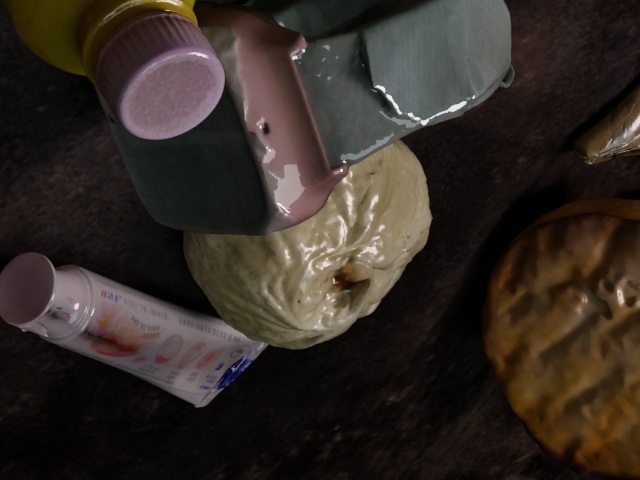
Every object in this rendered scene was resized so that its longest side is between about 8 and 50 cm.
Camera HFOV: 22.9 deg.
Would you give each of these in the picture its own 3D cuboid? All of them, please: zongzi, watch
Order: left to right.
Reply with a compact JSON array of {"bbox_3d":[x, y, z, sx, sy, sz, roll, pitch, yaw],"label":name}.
[{"bbox_3d":[-0.001,-0.122,1.100,0.241,0.253,0.161,-33,114,-34],"label":"watch"},{"bbox_3d":[0.277,-0.114,1.485,0.076,0.040,0.083,-14,129,-16],"label":"zongzi"}]

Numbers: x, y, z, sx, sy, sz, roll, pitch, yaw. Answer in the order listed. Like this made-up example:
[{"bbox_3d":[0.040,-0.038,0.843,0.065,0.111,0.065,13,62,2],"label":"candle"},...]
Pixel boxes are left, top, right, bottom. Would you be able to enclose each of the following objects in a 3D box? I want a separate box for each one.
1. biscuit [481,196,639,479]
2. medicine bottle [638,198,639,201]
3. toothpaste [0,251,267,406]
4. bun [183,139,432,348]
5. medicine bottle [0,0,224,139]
[{"bbox_3d":[0.299,0.096,1.543,0.102,0.296,0.296,-35,156,-49],"label":"biscuit"},{"bbox_3d":[0.345,0.085,1.669,0.152,0.152,0.254,-4,136,-35],"label":"medicine bottle"},{"bbox_3d":[-0.152,0.081,1.353,0.100,0.066,0.323,-46,148,9],"label":"toothpaste"},{"bbox_3d":[0.000,0.000,1.310,0.220,0.134,0.220,-20,143,-16],"label":"bun"},{"bbox_3d":[-0.130,-0.154,0.957,0.122,0.212,0.122,-21,143,-17],"label":"medicine bottle"}]
